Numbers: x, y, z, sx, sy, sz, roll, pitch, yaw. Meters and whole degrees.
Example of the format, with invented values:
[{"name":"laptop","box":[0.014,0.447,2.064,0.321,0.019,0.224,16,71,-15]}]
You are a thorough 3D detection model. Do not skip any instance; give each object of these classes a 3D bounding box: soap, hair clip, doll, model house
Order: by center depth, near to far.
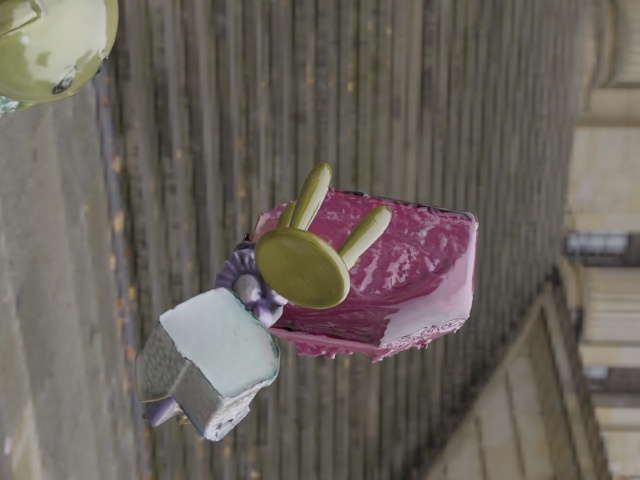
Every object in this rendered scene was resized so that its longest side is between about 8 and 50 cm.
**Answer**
[{"name":"model house","box":[-0.096,0.115,1.058,0.100,0.088,0.100,48,-44,20]},{"name":"doll","box":[-0.309,-0.203,1.206,0.177,0.261,0.161,-34,104,-43]},{"name":"hair clip","box":[-0.108,0.108,1.446,0.292,0.106,0.084,-57,148,7]},{"name":"soap","box":[0.039,0.045,1.630,0.127,0.325,0.220,97,3,-65]}]

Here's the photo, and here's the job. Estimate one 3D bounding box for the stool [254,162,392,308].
[{"name":"stool","box":[0.000,0.000,1.325,0.110,0.135,0.134,-59,140,-40]}]
